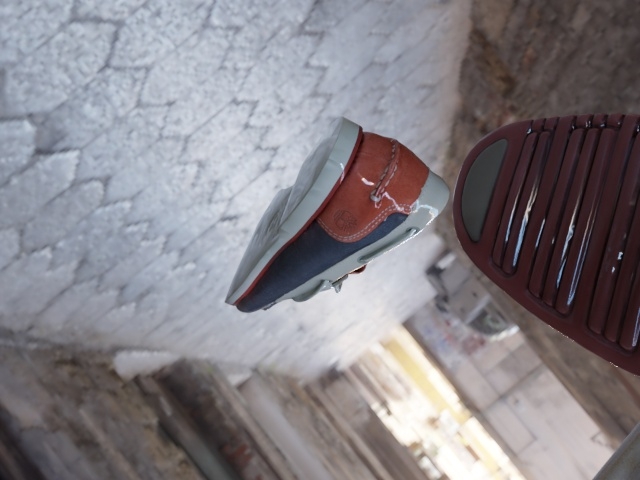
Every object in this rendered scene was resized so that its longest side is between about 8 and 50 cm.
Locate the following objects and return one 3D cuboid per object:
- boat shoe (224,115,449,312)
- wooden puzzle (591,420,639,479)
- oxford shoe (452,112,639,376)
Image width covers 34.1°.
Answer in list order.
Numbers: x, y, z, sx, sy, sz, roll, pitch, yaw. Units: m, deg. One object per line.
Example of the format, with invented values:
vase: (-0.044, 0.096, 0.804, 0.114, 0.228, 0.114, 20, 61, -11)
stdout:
boat shoe: (0.000, 0.000, 0.390, 0.137, 0.043, 0.049, -46, -157, 59)
wooden puzzle: (0.257, 0.300, 0.680, 0.348, 0.322, 0.081, -31, -172, -39)
oxford shoe: (0.233, 0.023, 0.514, 0.130, 0.348, 0.122, 7, 102, -60)
